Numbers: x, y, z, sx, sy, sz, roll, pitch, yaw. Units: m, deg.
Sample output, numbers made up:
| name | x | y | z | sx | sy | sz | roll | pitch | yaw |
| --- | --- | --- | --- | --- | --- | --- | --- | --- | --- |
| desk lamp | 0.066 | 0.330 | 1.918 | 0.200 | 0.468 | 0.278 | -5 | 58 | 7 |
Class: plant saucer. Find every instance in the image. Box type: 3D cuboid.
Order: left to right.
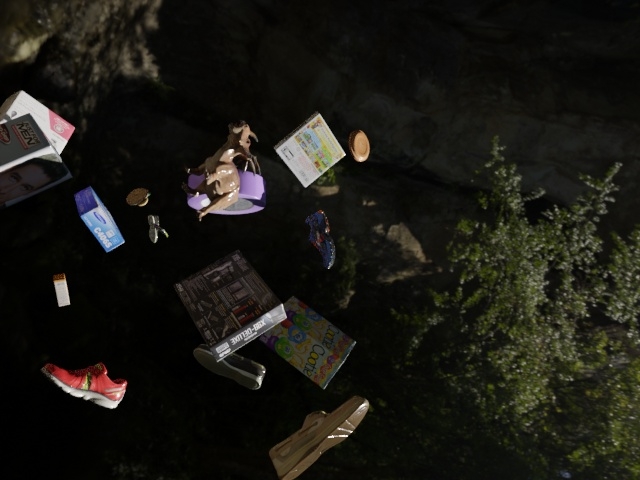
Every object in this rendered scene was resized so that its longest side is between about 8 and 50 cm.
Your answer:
| name | x | y | z | sx | sy | sz | roll | pitch | yaw |
| --- | --- | --- | --- | --- | --- | --- | --- | --- | --- |
| plant saucer | 0.106 | -0.254 | 1.182 | 0.013 | 0.083 | 0.083 | -2 | -111 | 41 |

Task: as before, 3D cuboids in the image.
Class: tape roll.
| name | x | y | z | sx | sy | sz | roll | pitch | yaw |
| --- | --- | --- | --- | --- | --- | --- | --- | --- | --- |
| tape roll | -0.334 | -0.170 | 1.586 | 0.275 | 0.274 | 0.090 | -19 | -110 | 55 |

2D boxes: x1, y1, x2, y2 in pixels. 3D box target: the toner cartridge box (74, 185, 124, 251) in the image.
| name | x | y | z | sx | sy | sz | roll | pitch | yaw |
| --- | --- | --- | --- | --- | --- | --- | --- | --- | --- |
| toner cartridge box | -0.859 | -0.091 | 1.706 | 0.075 | 0.165 | 0.348 | -35 | -147 | -17 |

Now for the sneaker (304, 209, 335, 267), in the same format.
| name | x | y | z | sx | sy | sz | roll | pitch | yaw |
| --- | --- | --- | --- | --- | --- | --- | --- | --- | --- |
| sneaker | 0.000 | 0.000 | 1.666 | 0.087 | 0.083 | 0.221 | -16 | -103 | 10 |

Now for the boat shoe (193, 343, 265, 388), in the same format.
| name | x | y | z | sx | sy | sz | roll | pitch | yaw |
| --- | --- | --- | --- | --- | --- | --- | --- | --- | --- |
| boat shoe | -0.278 | 0.376 | 1.362 | 0.081 | 0.227 | 0.069 | -55 | -173 | 40 |

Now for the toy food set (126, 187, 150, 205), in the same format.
| name | x | y | z | sx | sy | sz | roll | pitch | yaw |
| --- | --- | --- | --- | --- | --- | --- | --- | --- | --- |
| toy food set | -0.635 | -0.152 | 1.540 | 0.083 | 0.020 | 0.083 | -6 | -130 | 12 |

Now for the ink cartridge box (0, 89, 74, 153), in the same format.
| name | x | y | z | sx | sy | sz | roll | pitch | yaw |
| --- | --- | --- | --- | --- | --- | --- | --- | --- | --- |
| ink cartridge box | -1.023 | -0.331 | 1.521 | 0.117 | 0.207 | 0.283 | -8 | -123 | 34 |

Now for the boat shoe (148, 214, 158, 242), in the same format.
| name | x | y | z | sx | sy | sz | roll | pitch | yaw |
| --- | --- | --- | --- | --- | --- | --- | --- | --- | --- |
| boat shoe | -0.778 | -0.056 | 2.076 | 0.049 | 0.042 | 0.133 | 3 | -81 | 28 |

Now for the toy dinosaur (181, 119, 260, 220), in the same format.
| name | x | y | z | sx | sy | sz | roll | pitch | yaw |
| --- | --- | --- | --- | --- | --- | --- | --- | --- | --- |
| toy dinosaur | -0.265 | -0.168 | 1.234 | 0.127 | 0.200 | 0.296 | 48 | -42 | 26 |

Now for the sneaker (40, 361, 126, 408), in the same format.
| name | x | y | z | sx | sy | sz | roll | pitch | yaw |
| --- | --- | --- | --- | --- | --- | --- | --- | --- | --- |
| sneaker | -0.767 | 0.449 | 1.447 | 0.107 | 0.279 | 0.118 | 0 | -123 | 44 |

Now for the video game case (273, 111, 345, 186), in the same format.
| name | x | y | z | sx | sy | sz | roll | pitch | yaw |
| --- | --- | --- | --- | --- | --- | --- | --- | --- | --- |
| video game case | -0.036 | -0.336 | 1.663 | 0.206 | 0.227 | 0.026 | -39 | -134 | 2 |

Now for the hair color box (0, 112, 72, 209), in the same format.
| name | x | y | z | sx | sy | sz | roll | pitch | yaw |
| --- | --- | --- | --- | --- | --- | --- | --- | --- | --- |
| hair color box | -0.863 | -0.158 | 1.120 | 0.114 | 0.374 | 0.185 | 55 | -20 | 7 |

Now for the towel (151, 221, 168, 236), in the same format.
| name | x | y | z | sx | sy | sz | roll | pitch | yaw |
| --- | --- | --- | --- | --- | --- | --- | --- | --- | --- |
| towel | -0.724 | -0.050 | 1.991 | 0.083 | 0.060 | 0.009 | 29 | -114 | 25 |

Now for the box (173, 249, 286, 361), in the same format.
| name | x | y | z | sx | sy | sz | roll | pitch | yaw |
| --- | --- | --- | --- | --- | --- | --- | --- | --- | --- |
| box | -0.288 | 0.188 | 1.380 | 0.307 | 0.242 | 0.076 | 42 | -26 | 40 |

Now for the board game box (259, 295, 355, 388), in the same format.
| name | x | y | z | sx | sy | sz | roll | pitch | yaw |
| --- | --- | --- | --- | --- | --- | --- | --- | --- | --- |
| board game box | -0.044 | 0.346 | 1.521 | 0.144 | 0.275 | 0.142 | -60 | 170 | 24 |

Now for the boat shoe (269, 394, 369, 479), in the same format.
| name | x | y | z | sx | sy | sz | roll | pitch | yaw |
| --- | --- | --- | --- | --- | --- | --- | --- | --- | --- |
| boat shoe | -0.007 | 0.502 | 1.170 | 0.302 | 0.109 | 0.098 | -41 | -128 | 1 |

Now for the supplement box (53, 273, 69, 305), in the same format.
| name | x | y | z | sx | sy | sz | roll | pitch | yaw |
| --- | --- | --- | --- | --- | --- | --- | --- | --- | --- |
| supplement box | -0.921 | 0.176 | 1.573 | 0.062 | 0.036 | 0.098 | 28 | -57 | 54 |
